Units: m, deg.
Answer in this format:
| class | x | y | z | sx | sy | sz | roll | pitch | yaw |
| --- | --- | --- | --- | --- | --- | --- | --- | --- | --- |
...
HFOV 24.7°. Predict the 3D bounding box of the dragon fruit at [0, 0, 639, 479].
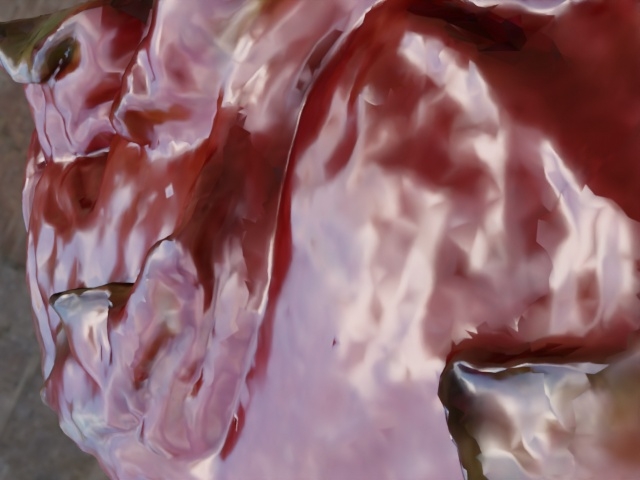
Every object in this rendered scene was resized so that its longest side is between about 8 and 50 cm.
| class | x | y | z | sx | sy | sz | roll | pitch | yaw |
| --- | --- | --- | --- | --- | --- | --- | --- | --- | --- |
| dragon fruit | -0.002 | -0.005 | 0.445 | 0.329 | 0.286 | 0.228 | 11 | 150 | 18 |
